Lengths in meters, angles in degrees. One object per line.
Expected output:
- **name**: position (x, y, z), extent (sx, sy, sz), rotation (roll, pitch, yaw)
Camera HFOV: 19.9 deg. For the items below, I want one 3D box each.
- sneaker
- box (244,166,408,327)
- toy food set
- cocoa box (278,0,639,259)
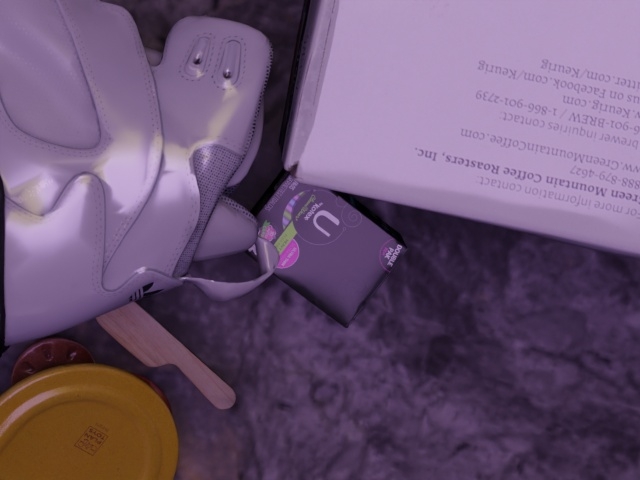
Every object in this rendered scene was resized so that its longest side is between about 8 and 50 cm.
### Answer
- **sneaker**: position (-0.145, -0.119, 0.994), extent (0.210, 0.137, 0.366), rotation (-8, 78, -11)
- **box**: position (0.000, 0.000, 1.070), extent (0.083, 0.052, 0.062), rotation (37, 96, -8)
- **toy food set**: position (-0.156, 0.122, 1.078), extent (0.128, 0.071, 0.218), rotation (36, 97, -31)
- **cocoa box**: position (0.167, -0.114, 0.973), extent (0.347, 0.228, 0.231), rotation (12, 97, -4)
